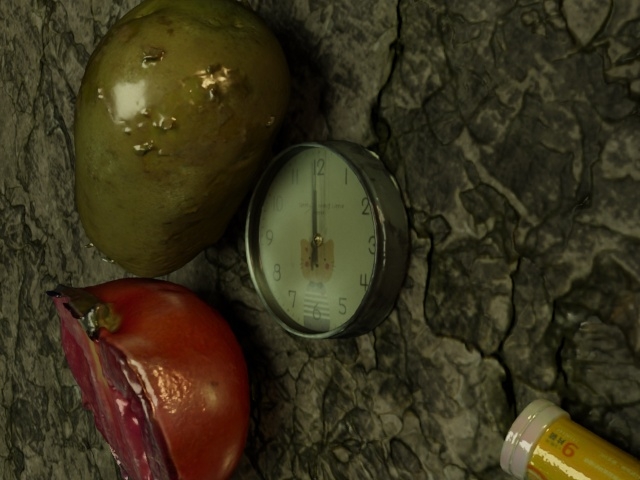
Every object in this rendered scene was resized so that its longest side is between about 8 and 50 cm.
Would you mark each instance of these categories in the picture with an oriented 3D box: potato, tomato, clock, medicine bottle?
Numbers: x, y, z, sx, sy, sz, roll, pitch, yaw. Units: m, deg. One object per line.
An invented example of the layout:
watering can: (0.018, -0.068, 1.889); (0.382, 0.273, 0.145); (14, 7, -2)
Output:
potato: (-0.171, -0.120, 0.943); (0.219, 0.270, 0.359); (26, 137, -4)
tomato: (-0.198, 0.183, 1.039); (0.335, 0.176, 0.290); (28, 132, 46)
clock: (0.000, 0.000, 0.903); (0.226, 0.049, 0.226); (5, 97, 46)
medicine bottle: (0.251, 0.207, 0.641); (0.218, 0.074, 0.074); (28, 112, 40)
